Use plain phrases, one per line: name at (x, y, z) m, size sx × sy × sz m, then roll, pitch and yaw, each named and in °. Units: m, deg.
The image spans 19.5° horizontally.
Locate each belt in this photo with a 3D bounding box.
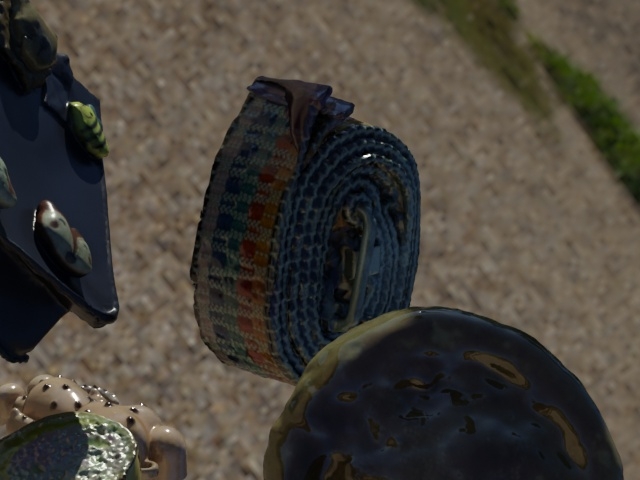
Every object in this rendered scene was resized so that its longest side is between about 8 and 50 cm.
belt at (0.000, 0.000, 1.818) m, size 0.207 × 0.295 × 0.160 m, roll 9°, pitch 5°, yaw -45°

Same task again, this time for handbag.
handbag at (-0.302, -0.094, 1.696) m, size 0.303 × 0.122 × 0.329 m, roll 49°, pitch 28°, yaw -48°

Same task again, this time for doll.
doll at (-0.259, 0.216, 2.059) m, size 0.154 × 0.119 × 0.278 m, roll -9°, pitch 20°, yaw -27°

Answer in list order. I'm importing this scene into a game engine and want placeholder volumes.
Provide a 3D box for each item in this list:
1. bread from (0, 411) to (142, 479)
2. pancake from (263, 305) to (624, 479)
bread at (-0.260, 0.286, 1.652) m, size 0.260 × 0.158 × 0.156 m, roll -48°, pitch 144°, yaw -44°
pancake at (0.068, 0.154, 1.071) m, size 0.222 × 0.236 × 0.042 m, roll 41°, pitch -15°, yaw 1°
